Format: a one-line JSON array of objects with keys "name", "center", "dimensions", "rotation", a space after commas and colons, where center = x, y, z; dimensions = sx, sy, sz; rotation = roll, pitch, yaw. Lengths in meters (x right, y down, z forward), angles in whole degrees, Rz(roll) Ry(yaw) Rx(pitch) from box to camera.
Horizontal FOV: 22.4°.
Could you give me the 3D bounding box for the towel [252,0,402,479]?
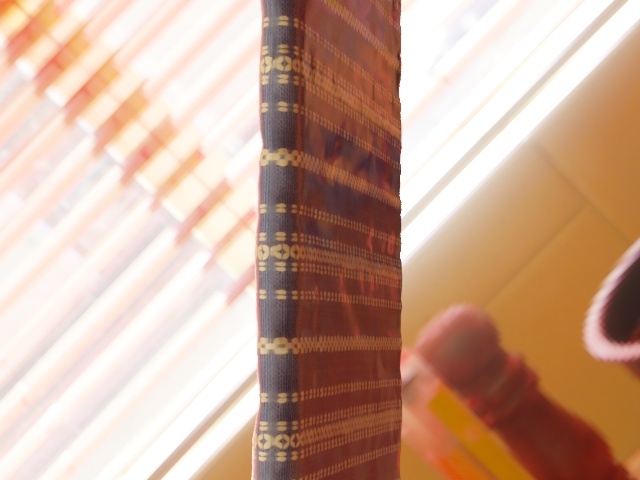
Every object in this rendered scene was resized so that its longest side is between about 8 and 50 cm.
[{"name": "towel", "center": [0.000, 0.000, 0.736], "dimensions": [0.040, 0.336, 0.243], "rotation": [0, -3, 12]}]
